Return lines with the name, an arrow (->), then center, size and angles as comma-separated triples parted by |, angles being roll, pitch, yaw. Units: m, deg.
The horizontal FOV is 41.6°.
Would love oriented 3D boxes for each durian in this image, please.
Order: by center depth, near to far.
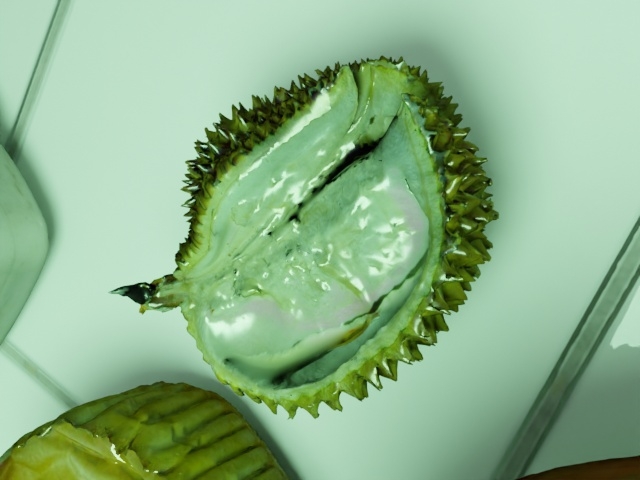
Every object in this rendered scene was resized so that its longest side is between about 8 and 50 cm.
durian -> 0.000, 0.000, 0.519 | 0.237, 0.137, 0.194 | -16, 88, 27

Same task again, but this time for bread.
bread -> -0.119, 0.233, 0.589 | 0.253, 0.142, 0.227 | 47, 112, 23

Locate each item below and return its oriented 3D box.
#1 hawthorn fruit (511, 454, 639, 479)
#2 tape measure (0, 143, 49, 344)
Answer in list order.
hawthorn fruit -> 0.129, 0.261, 0.331 | 0.402, 0.402, 0.403 | 1, 91, 29
tape measure -> -0.367, -0.006, 0.730 | 0.258, 0.130, 0.265 | -41, 78, 26
